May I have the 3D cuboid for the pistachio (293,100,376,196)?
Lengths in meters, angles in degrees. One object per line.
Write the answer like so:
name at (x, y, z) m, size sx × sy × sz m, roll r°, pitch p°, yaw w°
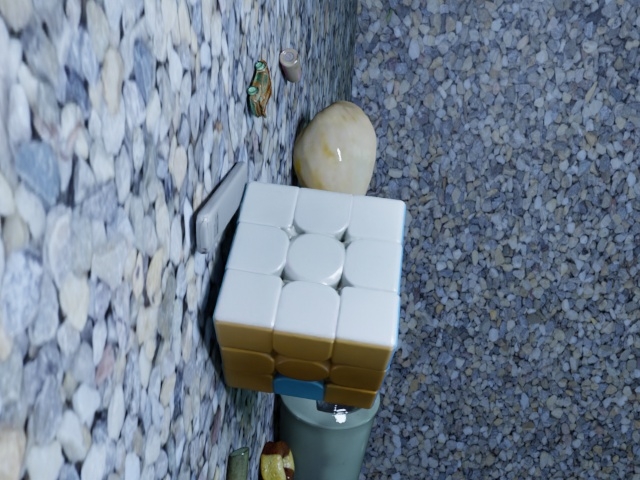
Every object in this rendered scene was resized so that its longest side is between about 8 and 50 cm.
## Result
pistachio at (0.042, -0.220, 1.668) m, size 0.230 × 0.229 × 0.309 m, roll -25°, pitch 111°, yaw -82°

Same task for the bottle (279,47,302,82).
bottle at (-0.065, -0.395, 1.403) m, size 0.096 × 0.045 × 0.045 m, roll 65°, pitch 31°, yaw -78°

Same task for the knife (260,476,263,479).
knife at (-0.144, 0.639, 1.620) m, size 0.162 × 0.023 × 0.044 m, roll -69°, pitch 160°, yaw -66°

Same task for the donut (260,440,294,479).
donut at (-0.111, 0.592, 1.618) m, size 0.140 × 0.059 × 0.140 m, roll -14°, pitch 90°, yaw -78°

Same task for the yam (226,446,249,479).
yam at (-0.167, 0.465, 1.241) m, size 0.043 × 0.043 × 0.094 m, roll 31°, pitch 63°, yaw -82°

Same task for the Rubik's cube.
Rubik's cube at (-0.012, 0.104, 1.116) m, size 0.292 × 0.291 × 0.290 m, roll 96°, pitch 3°, yaw -57°

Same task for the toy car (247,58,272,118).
toy car at (-0.110, -0.288, 1.164) m, size 0.059 × 0.035 × 0.122 m, roll 78°, pitch 20°, yaw -56°

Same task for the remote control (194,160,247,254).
remote control at (-0.158, -0.060, 0.996) m, size 0.261 × 0.029 × 0.067 m, roll -75°, pitch 169°, yaw -64°

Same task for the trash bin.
trash bin at (0.009, 0.552, 1.769) m, size 0.280 × 0.280 × 0.432 m, roll -70°, pitch 168°, yaw -64°
